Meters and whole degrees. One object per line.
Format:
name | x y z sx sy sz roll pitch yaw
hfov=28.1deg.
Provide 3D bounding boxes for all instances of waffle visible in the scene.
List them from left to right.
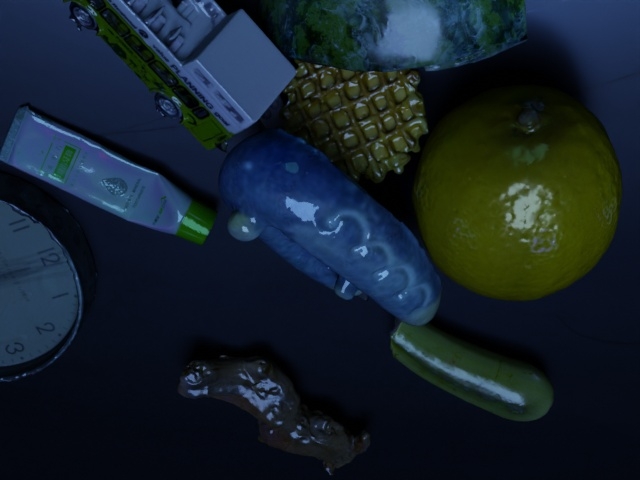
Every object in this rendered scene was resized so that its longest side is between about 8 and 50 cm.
waffle | 0.037 -0.154 1.470 0.191 0.038 0.191 0 87 9

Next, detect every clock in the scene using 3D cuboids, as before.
clock | -0.449 0.051 1.654 0.313 0.061 0.312 1 122 2

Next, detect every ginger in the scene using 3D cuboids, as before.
ginger | -0.064 0.230 1.751 0.290 0.084 0.122 33 139 -21

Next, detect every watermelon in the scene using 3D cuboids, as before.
watermelon | 0.068 -0.278 1.391 0.305 0.180 0.223 -4 78 9

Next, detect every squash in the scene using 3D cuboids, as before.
squash | 0.198 0.170 1.696 0.250 0.083 0.083 26 119 -10

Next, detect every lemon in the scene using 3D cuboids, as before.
lemon | 0.223 -0.068 1.438 0.241 0.240 0.219 1 137 2

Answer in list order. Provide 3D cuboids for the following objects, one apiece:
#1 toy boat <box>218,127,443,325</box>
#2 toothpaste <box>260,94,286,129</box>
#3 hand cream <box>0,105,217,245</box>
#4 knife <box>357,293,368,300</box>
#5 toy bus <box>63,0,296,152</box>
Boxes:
toy boat | -0.002 0.007 1.471 0.123 0.215 0.330 -54 137 -11
toothpaste | -0.056 -0.151 1.532 0.048 0.031 0.190 -18 116 24
hand cream | -0.260 -0.075 1.583 0.275 0.050 0.079 26 92 -8
knife | 0.000 0.000 1.630 0.060 0.028 0.230 -25 122 27
toy bus | -0.173 -0.241 1.399 0.301 0.113 0.139 46 152 -19
